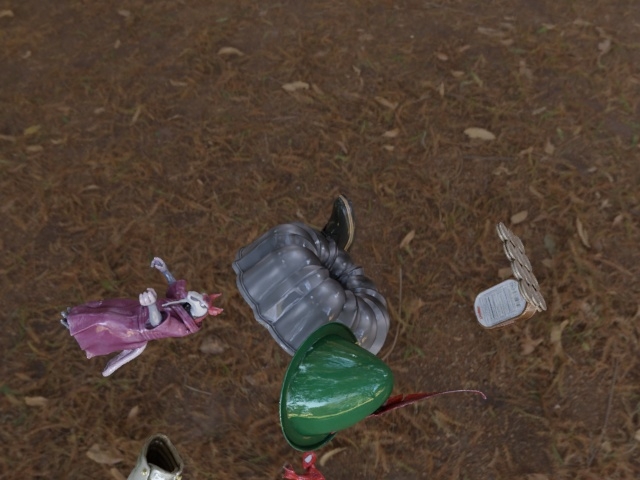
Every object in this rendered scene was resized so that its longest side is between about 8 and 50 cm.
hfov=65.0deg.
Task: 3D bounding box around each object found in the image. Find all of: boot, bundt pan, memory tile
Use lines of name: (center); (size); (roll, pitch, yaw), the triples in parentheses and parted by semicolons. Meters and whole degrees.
boot: (-0.263, 0.414, 0.748); (0.165, 0.077, 0.213); (-60, 28, 9)
bundt pan: (0.004, 0.090, 0.932); (0.124, 0.330, 0.331); (-45, 62, 15)
boot: (0.000, 0.000, 1.110); (0.137, 0.198, 0.077); (-9, 33, -20)
memory tile: (0.346, 0.046, 0.868); (0.012, 0.113, 0.148); (-28, 57, 30)

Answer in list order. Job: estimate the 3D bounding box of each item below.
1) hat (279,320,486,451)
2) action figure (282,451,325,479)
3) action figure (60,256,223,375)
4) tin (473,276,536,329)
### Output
hat: (0.079, 0.202, 0.656); (0.183, 0.173, 0.208); (7, 39, 38)
action figure: (-0.064, 0.581, 1.049); (0.139, 0.091, 0.281); (30, 54, -29)
action figure: (-0.406, 0.203, 1.204); (0.370, 0.276, 0.248); (-7, 17, 7)
tin: (0.454, 0.156, 1.248); (0.040, 0.189, 0.106); (7, 62, -25)
